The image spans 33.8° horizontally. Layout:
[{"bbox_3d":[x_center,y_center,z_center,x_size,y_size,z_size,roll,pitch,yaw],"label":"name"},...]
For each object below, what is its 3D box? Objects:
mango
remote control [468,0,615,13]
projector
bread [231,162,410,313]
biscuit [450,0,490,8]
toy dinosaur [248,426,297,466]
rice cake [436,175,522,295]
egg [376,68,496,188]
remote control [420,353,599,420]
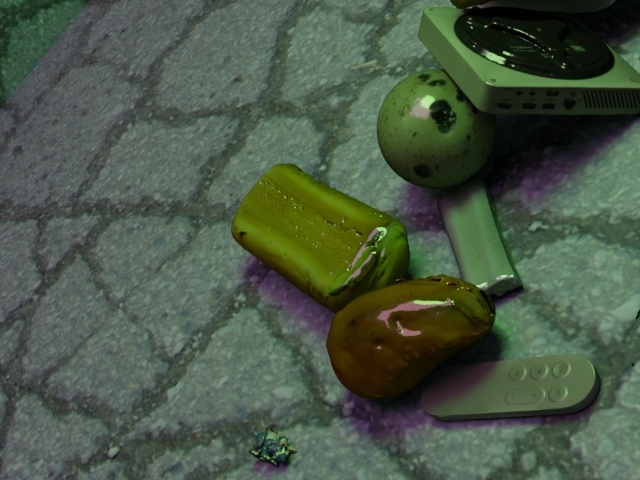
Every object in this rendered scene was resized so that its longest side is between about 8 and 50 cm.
[{"bbox_3d":[0.116,0.125,1.398,0.249,0.151,0.156,-19,58,31],"label":"mango"},{"bbox_3d":[0.364,-0.410,1.706,0.313,0.055,0.109,7,45,47],"label":"remote control"},{"bbox_3d":[0.302,-0.268,1.513,0.259,0.257,0.079,-116,29,-50],"label":"projector"},{"bbox_3d":[0.000,0.000,1.644,0.166,0.112,0.383,-53,38,-5],"label":"bread"},{"bbox_3d":[0.398,-0.503,1.655,0.446,0.104,0.429,-15,28,9],"label":"biscuit"},{"bbox_3d":[-0.072,0.294,1.511,0.083,0.030,0.047,9,62,46],"label":"toy dinosaur"},{"bbox_3d":[0.221,-0.002,1.497,0.080,0.042,0.221,-27,41,15],"label":"rice cake"},{"bbox_3d":[0.171,-0.164,1.572,0.177,0.177,0.228,-46,-2,0],"label":"egg"},{"bbox_3d":[0.234,0.188,1.328,0.245,0.022,0.077,-11,48,37],"label":"remote control"}]
